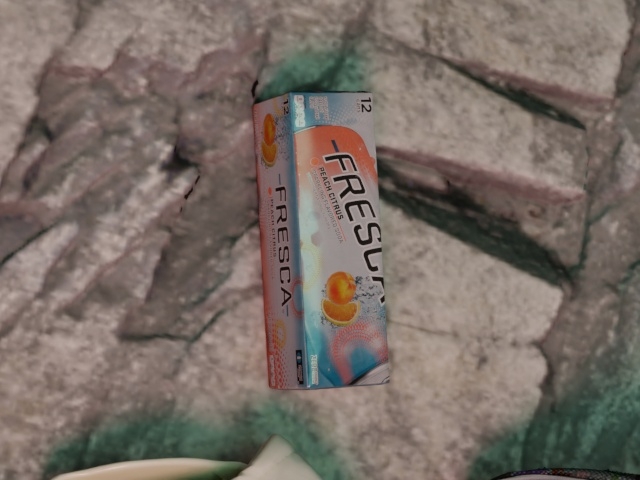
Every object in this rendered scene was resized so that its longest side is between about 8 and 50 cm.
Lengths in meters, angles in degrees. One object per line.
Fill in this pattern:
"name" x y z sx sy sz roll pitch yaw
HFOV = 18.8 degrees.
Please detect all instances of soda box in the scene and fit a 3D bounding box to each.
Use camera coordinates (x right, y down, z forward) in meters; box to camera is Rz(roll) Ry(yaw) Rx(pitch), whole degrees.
"soda box" 0.000 0.000 1.192 0.058 0.063 0.183 -3 88 -25

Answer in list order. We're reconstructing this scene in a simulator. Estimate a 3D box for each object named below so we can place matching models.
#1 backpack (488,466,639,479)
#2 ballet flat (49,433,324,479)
"backpack" 0.220 0.252 1.180 0.191 0.254 0.225 8 82 -45
"ballet flat" -0.160 0.205 1.082 0.400 0.139 0.139 -16 93 -30
